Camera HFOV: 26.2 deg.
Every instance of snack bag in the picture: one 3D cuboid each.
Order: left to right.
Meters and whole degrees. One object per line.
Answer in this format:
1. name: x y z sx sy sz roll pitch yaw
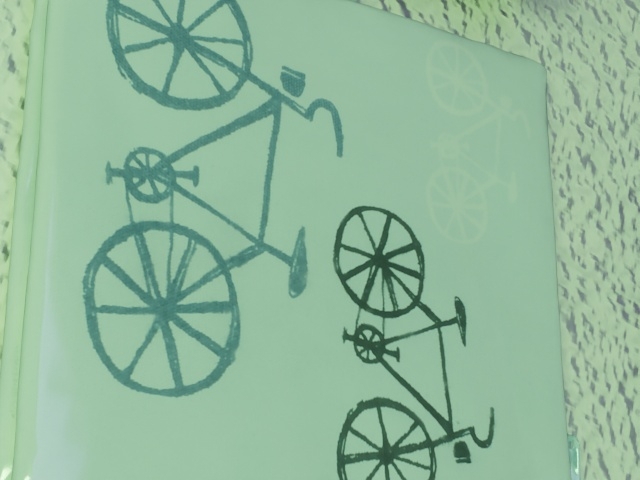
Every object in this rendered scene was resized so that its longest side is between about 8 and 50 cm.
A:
1. snack bag: 0.000 0.000 0.747 0.342 0.037 0.323 11 66 -29
